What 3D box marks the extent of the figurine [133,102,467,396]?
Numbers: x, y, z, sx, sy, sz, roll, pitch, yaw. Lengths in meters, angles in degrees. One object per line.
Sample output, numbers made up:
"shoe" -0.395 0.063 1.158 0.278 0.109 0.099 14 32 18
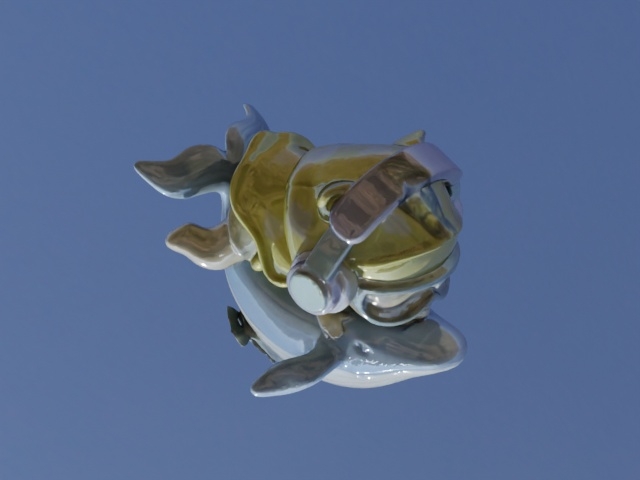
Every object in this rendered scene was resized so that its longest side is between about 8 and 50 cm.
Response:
"figurine" 0.000 0.000 1.023 0.208 0.184 0.128 43 -131 16
